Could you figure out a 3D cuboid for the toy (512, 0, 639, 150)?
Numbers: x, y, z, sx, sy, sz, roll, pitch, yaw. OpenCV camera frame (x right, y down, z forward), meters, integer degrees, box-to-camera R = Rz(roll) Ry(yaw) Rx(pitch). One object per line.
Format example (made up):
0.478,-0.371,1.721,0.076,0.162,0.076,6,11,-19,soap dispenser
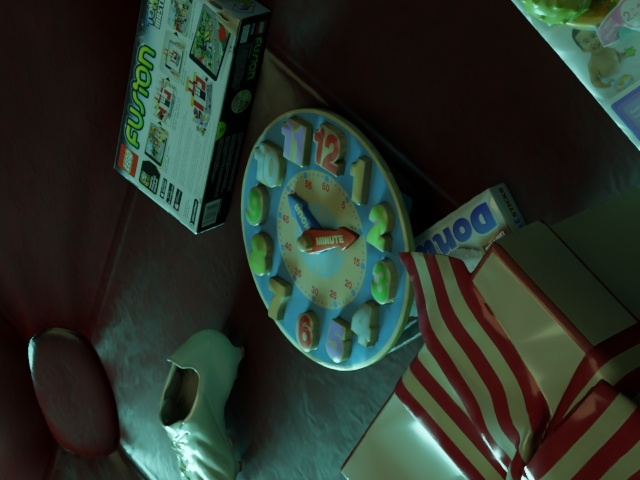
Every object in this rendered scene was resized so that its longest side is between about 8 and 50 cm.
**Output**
0.165,-0.155,0.913,0.237,0.056,0.137,45,131,-11,toy

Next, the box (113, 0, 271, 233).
-0.110,-0.121,1.291,0.114,0.036,0.207,38,130,29,box

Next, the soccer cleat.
-0.112,0.168,1.385,0.068,0.076,0.196,27,124,36,soccer cleat

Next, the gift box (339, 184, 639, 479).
0.166,0.117,0.941,0.276,0.258,0.255,44,132,23,gift box

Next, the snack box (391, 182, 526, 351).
0.090,0.024,1.155,0.178,0.022,0.064,-36,77,48,snack box

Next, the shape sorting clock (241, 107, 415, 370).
0.000,0.000,1.203,0.206,0.040,0.206,14,108,49,shape sorting clock
